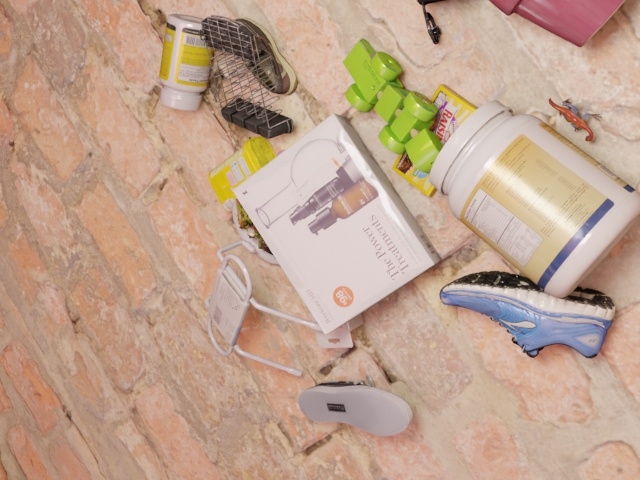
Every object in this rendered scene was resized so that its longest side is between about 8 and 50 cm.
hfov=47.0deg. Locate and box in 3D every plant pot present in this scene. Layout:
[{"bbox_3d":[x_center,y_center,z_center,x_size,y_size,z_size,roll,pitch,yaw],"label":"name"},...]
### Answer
[{"bbox_3d":[0.408,-0.428,1.220,0.180,0.201,0.201,42,123,2],"label":"plant pot"}]

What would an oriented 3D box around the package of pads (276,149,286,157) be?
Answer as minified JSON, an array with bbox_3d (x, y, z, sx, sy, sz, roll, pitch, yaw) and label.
[{"bbox_3d":[-0.082,-0.171,1.685,0.050,0.083,0.032,-13,138,38],"label":"package of pads"}]

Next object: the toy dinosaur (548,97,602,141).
[{"bbox_3d":[0.451,-0.210,1.310,0.047,0.090,0.082,112,150,-43],"label":"toy dinosaur"}]

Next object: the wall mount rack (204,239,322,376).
[{"bbox_3d":[-0.150,0.176,1.746,0.304,0.130,0.350,50,143,23],"label":"wall mount rack"}]

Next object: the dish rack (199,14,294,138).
[{"bbox_3d":[-0.168,-0.362,1.616,0.208,0.074,0.271,27,141,40],"label":"dish rack"}]

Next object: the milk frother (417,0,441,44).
[{"bbox_3d":[0.252,-0.455,1.382,0.135,0.129,0.143,3,146,35],"label":"milk frother"}]

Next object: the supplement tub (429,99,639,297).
[{"bbox_3d":[0.371,-0.078,1.295,0.316,0.228,0.228,43,122,19],"label":"supplement tub"}]

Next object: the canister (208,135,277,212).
[{"bbox_3d":[-0.180,-0.154,1.759,0.170,0.073,0.126,-30,86,38],"label":"canister"}]

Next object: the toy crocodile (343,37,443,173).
[{"bbox_3d":[0.150,-0.275,1.473,0.115,0.105,0.340,-53,54,31],"label":"toy crocodile"}]

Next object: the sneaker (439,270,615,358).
[{"bbox_3d":[0.379,0.149,1.407,0.330,0.130,0.147,13,106,32],"label":"sneaker"}]

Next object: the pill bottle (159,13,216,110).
[{"bbox_3d":[-0.322,-0.425,1.763,0.119,0.119,0.208,26,115,27],"label":"pill bottle"}]

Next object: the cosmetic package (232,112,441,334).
[{"bbox_3d":[0.031,-0.034,1.568,0.284,0.097,0.377,-36,83,19],"label":"cosmetic package"}]

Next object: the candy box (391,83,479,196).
[{"bbox_3d":[0.233,-0.200,1.486,0.105,0.027,0.206,39,120,20],"label":"candy box"}]

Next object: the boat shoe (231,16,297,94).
[{"bbox_3d":[-0.140,-0.420,1.665,0.080,0.073,0.223,-44,77,32],"label":"boat shoe"}]

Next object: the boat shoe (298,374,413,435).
[{"bbox_3d":[0.093,0.369,1.676,0.306,0.105,0.113,-11,99,43],"label":"boat shoe"}]

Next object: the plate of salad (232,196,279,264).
[{"bbox_3d":[-0.138,-0.026,1.722,0.200,0.048,0.200,23,131,29],"label":"plate of salad"}]

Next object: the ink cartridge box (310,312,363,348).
[{"bbox_3d":[0.032,0.152,1.690,0.104,0.061,0.181,-8,96,38],"label":"ink cartridge box"}]
